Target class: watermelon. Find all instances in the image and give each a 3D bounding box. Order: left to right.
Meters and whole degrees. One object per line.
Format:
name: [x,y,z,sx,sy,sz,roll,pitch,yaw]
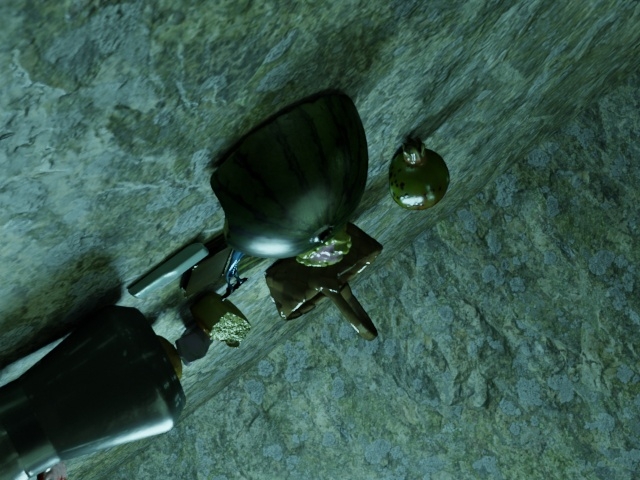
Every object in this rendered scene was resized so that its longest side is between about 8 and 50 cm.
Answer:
watermelon: [-0.031,-0.079,1.385,0.331,0.189,0.331,-32,173,-4]

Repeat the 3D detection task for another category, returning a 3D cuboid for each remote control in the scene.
remote control: [-0.283,0.059,1.535,0.162,0.029,0.061,-37,168,-4]

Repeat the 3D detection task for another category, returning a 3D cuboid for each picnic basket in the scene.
picnic basket: [0.053,0.141,2.219,0.337,0.337,0.293,-38,170,4]

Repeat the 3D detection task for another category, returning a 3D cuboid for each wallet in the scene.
wallet: [-0.232,0.053,1.674,0.110,0.031,0.198,-32,169,-24]

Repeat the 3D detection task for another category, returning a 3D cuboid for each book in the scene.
book: [-0.128,0.009,1.849,0.160,0.024,0.228,-32,169,-16]

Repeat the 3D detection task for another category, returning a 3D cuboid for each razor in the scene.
razor: [-0.165,0.030,1.702,0.082,0.042,0.253,-42,166,-37]

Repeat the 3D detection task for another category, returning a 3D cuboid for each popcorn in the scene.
popcorn: [0.000,0.000,1.976,0.145,0.126,0.126,-12,169,33]

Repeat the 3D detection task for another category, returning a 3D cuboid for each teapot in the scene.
teapot: [-0.445,0.286,1.468,0.344,0.253,0.300,-26,180,-21]

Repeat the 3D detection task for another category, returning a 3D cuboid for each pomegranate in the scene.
pomegranate: [0.233,-0.164,1.987,0.159,0.159,0.205,-35,141,-14]

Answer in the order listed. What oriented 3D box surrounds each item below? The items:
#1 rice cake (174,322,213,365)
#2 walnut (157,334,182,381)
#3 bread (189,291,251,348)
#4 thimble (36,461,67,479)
rice cake: [-0.299,0.240,1.968,0.064,0.070,0.399,-28,-178,-4]
walnut: [-0.393,0.287,1.806,0.165,0.165,0.197,-43,176,29]
bread: [-0.243,0.182,1.945,0.086,0.125,0.156,-45,143,5]
thimble: [-0.724,0.596,2.019,0.189,0.163,0.125,-37,171,-3]
